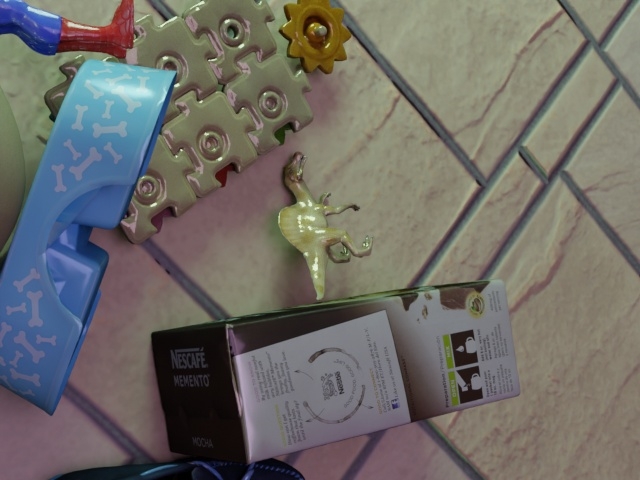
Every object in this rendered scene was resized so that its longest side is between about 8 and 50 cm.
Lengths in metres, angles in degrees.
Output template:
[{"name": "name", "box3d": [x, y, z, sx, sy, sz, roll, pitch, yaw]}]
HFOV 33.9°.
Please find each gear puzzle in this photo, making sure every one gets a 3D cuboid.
[{"name": "gear puzzle", "box3d": [-0.101, -0.153, 1.017, 0.339, 0.044, 0.175, -38, 109, -28]}]

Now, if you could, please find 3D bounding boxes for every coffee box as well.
[{"name": "coffee box", "box3d": [0.015, 0.115, 0.982, 0.297, 0.168, 0.118, -8, 88, -32]}]

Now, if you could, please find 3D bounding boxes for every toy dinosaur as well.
[{"name": "toy dinosaur", "box3d": [0.000, 0.000, 1.042, 0.093, 0.053, 0.183, 12, 50, -31]}]

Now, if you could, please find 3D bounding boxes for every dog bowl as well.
[{"name": "dog bowl", "box3d": [-0.199, -0.010, 0.852, 0.074, 0.166, 0.297, 21, 93, -8]}]

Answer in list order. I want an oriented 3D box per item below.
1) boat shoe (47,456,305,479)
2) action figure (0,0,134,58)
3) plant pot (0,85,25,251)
[{"name": "boat shoe", "box3d": [-0.118, 0.246, 0.931, 0.258, 0.089, 0.109, -3, 86, -31]}, {"name": "action figure", "box3d": [-0.300, -0.222, 0.857, 0.280, 0.091, 0.139, -3, 89, -18]}, {"name": "plant pot", "box3d": [-0.329, -0.052, 0.763, 0.191, 0.284, 0.284, 14, 74, -68]}]
